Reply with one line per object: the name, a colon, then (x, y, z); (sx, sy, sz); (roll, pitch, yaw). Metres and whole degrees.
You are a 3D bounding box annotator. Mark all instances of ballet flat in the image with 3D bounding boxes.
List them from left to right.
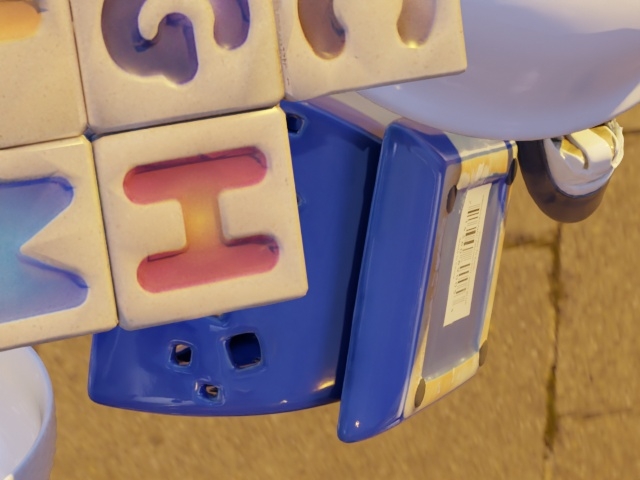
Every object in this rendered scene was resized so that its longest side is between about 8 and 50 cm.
ballet flat: (0.166, -0.086, 1.313); (0.074, 0.203, 0.074); (-9, 32, 6)

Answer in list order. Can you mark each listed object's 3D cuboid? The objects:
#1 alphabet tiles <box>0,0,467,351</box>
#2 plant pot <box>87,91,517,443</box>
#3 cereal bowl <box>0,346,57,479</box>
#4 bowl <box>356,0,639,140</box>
alphabet tiles: (-0.130, -0.103, 0.517); (0.343, 0.011, 0.285); (-10, 101, -16)
plant pot: (0.000, 0.000, 1.295); (0.212, 0.236, 0.236); (12, 101, 20)
cereal bowl: (-0.404, 0.211, 1.785); (0.339, 0.141, 0.339); (-1, 37, 1)
bowl: (0.102, -0.209, 0.992); (0.298, 0.134, 0.298); (6, 71, -19)
